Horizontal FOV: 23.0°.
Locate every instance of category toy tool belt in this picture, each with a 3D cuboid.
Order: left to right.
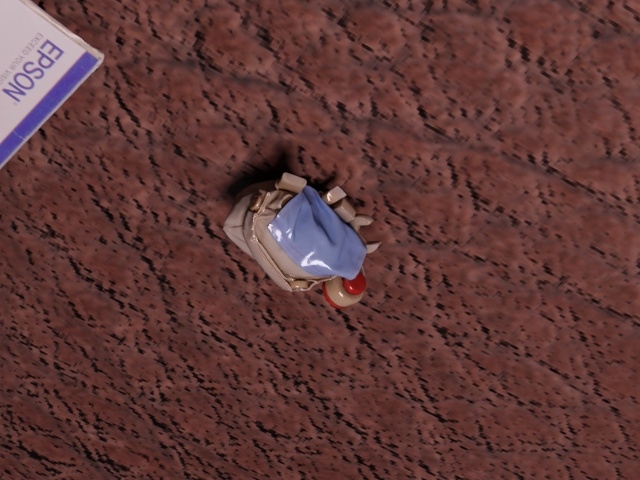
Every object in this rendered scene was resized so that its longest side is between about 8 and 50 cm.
[{"bbox_3d":[0.000,0.000,0.731,0.083,0.052,0.051,37,141,-25],"label":"toy tool belt"}]

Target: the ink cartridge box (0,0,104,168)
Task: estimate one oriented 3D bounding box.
[{"bbox_3d":[-0.249,-0.137,0.599,0.332,0.065,0.165,35,133,-20],"label":"ink cartridge box"}]
